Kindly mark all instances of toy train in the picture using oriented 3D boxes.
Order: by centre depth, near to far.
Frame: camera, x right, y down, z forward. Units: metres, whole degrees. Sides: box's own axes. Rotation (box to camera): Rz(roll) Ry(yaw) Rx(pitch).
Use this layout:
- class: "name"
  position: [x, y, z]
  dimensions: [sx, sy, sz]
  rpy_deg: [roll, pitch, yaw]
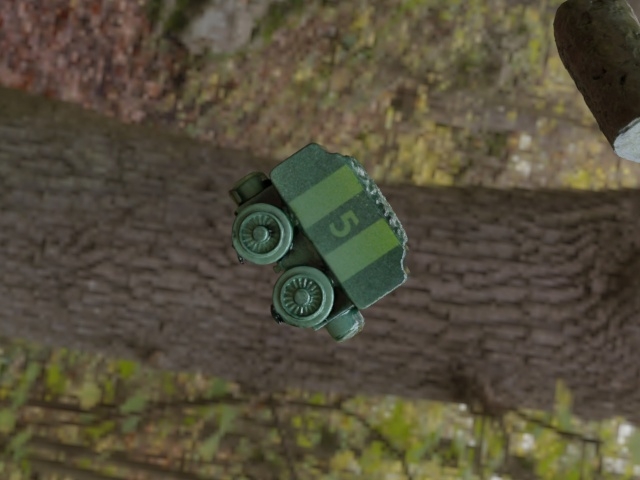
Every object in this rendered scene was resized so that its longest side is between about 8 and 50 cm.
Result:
- class: "toy train"
  position: [0.000, 0.000, 2.157]
  dimensions: [0.299, 0.238, 0.167]
  rpy_deg: [55, 5, 2]

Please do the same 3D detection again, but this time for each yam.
- class: "yam"
  position: [0.252, -0.136, 1.175]
  dimensions: [0.179, 0.078, 0.078]
  rpy_deg: [-107, -157, -44]
